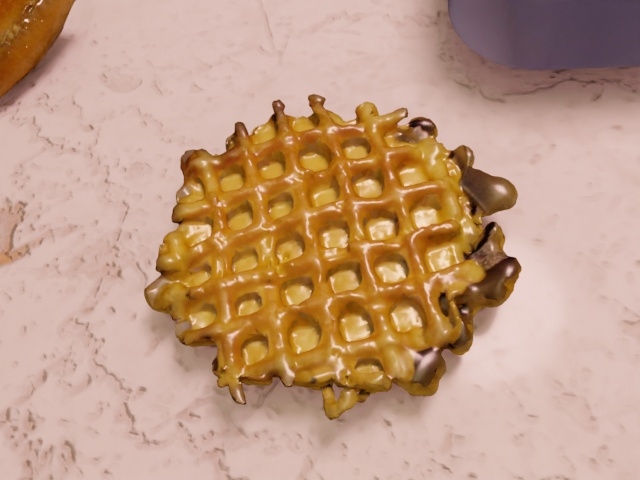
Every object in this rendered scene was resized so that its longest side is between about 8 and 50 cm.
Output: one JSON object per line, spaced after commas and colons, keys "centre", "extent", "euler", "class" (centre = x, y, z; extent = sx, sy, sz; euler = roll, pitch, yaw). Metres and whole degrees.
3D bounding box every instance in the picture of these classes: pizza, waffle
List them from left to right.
{"centre": [-0.436, -0.273, 0.658], "extent": [0.297, 0.071, 0.189], "euler": [25, 82, 21], "class": "pizza"}
{"centre": [0.010, 0.003, 0.470], "extent": [0.330, 0.062, 0.329], "euler": [-2, 63, 5], "class": "waffle"}

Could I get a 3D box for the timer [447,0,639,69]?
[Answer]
{"centre": [0.313, -0.341, 0.534], "extent": [0.395, 0.173, 0.394], "euler": [-3, 63, 6], "class": "timer"}
